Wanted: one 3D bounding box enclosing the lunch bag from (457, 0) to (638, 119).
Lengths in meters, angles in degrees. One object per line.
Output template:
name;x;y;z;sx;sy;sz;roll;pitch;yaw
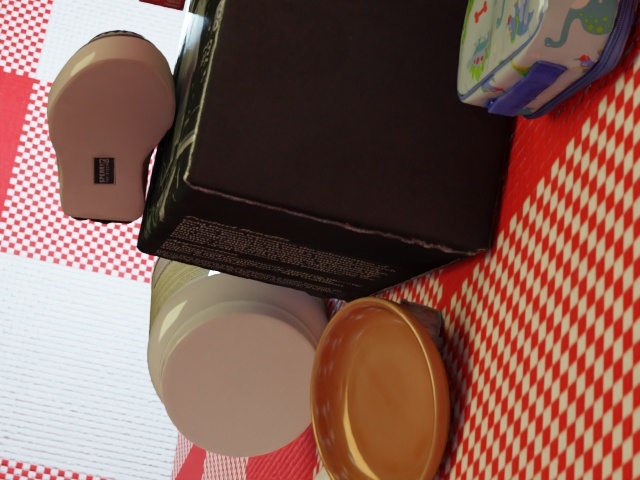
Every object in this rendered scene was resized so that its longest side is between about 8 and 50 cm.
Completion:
lunch bag;0.179;-0.193;1.203;0.219;0.090;0.176;137;145;-73

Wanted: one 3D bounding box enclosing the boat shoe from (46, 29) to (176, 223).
boat shoe;-0.216;-0.155;1.562;0.340;0.127;0.158;119;152;-61

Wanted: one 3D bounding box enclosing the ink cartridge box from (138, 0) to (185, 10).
ink cartridge box;-0.167;-0.347;1.761;0.099;0.056;0.135;-91;15;-58

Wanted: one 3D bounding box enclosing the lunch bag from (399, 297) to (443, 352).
lunch bag;0.085;0.108;1.466;0.083;0.053;0.071;-76;5;-65

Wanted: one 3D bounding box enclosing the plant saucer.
plant saucer;0.059;0.151;1.415;0.200;0.037;0.200;-2;88;57

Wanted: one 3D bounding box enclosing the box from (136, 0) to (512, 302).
box;0.014;-0.212;1.589;0.472;0.297;0.480;151;131;-75

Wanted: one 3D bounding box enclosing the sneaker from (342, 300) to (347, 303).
sneaker;0.000;0.000;1.931;0.236;0.105;0.095;-102;28;-65

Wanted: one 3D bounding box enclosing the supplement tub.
supplement tub;-0.106;0.115;1.994;0.325;0.235;0.235;-101;26;-67
